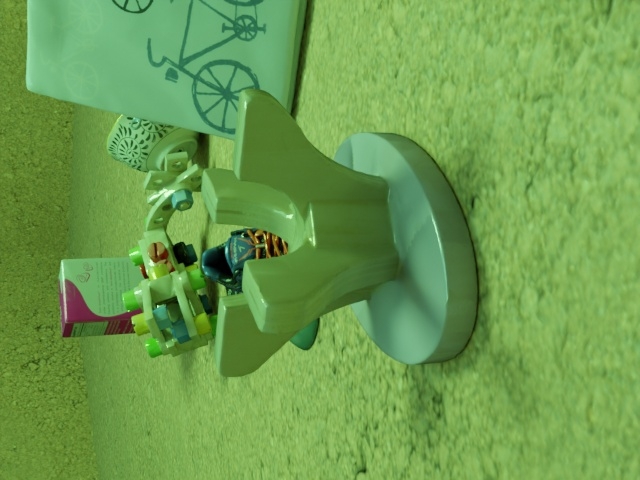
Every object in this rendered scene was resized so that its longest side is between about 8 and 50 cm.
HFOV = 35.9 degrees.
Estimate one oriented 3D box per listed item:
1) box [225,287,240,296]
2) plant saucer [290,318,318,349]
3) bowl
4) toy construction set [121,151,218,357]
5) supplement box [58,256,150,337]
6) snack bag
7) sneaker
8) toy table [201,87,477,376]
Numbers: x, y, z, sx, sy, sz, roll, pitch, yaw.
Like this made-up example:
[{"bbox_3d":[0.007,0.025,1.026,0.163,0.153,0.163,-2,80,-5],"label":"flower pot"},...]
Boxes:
[{"bbox_3d":[-0.114,0.050,1.370,0.083,0.018,0.067,109,152,-45],"label":"box"},{"bbox_3d":[-0.030,0.066,1.128,0.119,0.021,0.120,178,90,-70],"label":"plant saucer"},{"bbox_3d":[-0.249,-0.162,1.582,0.080,0.170,0.170,48,145,18],"label":"bowl"},{"bbox_3d":[-0.231,0.036,1.505,0.215,0.151,0.328,73,-170,-58],"label":"toy construction set"},{"bbox_3d":[-0.333,0.095,1.694,0.114,0.219,0.111,134,132,-63],"label":"supplement box"},{"bbox_3d":[-0.182,-0.275,1.118,0.037,0.342,0.323,-64,-16,-59],"label":"snack bag"},{"bbox_3d":[-0.055,0.018,1.056,0.221,0.087,0.083,-29,59,52],"label":"sneaker"},{"bbox_3d":[0.000,0.000,0.831,0.274,0.160,0.252,-141,52,-67],"label":"toy table"}]
